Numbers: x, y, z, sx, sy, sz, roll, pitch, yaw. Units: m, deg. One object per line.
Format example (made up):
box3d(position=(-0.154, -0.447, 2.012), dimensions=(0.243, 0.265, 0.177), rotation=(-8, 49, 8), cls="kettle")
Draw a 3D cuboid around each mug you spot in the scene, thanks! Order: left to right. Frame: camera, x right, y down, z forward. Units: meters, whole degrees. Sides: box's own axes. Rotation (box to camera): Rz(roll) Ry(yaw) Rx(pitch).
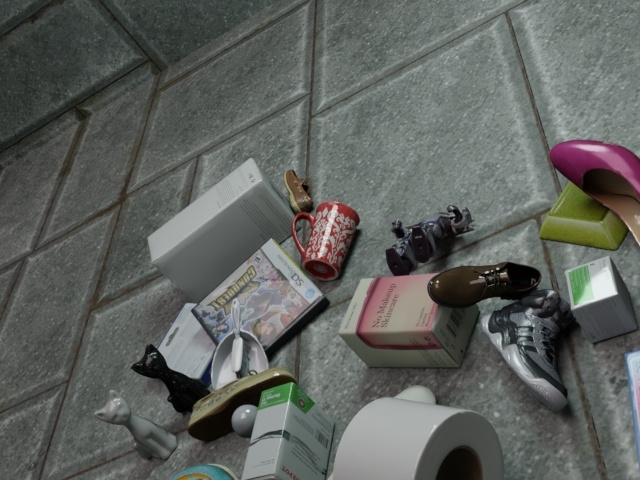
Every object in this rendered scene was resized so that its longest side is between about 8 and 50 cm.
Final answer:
box3d(position=(0.006, 0.006, 2.185), dimensions=(0.150, 0.113, 0.169), rotation=(-3, 52, 28), cls="mug")

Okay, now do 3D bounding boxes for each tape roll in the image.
box3d(position=(0.161, 0.386, 1.454), dimensions=(0.169, 0.246, 0.246), rotation=(0, 50, 45), cls="tape roll")

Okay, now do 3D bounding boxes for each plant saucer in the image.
box3d(position=(0.547, -0.077, 1.794), dimensions=(0.188, 0.045, 0.188), rotation=(12, 59, 51), cls="plant saucer")

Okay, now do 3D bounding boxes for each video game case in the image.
box3d(position=(-0.150, 0.158, 2.160), dimensions=(0.275, 0.035, 0.248), rotation=(-42, 52, -2), cls="video game case")

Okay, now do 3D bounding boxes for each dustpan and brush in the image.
box3d(position=(-0.188, 0.238, 2.069), dimensions=(0.147, 0.060, 0.211), rotation=(-13, 57, 20), cls="dustpan and brush")

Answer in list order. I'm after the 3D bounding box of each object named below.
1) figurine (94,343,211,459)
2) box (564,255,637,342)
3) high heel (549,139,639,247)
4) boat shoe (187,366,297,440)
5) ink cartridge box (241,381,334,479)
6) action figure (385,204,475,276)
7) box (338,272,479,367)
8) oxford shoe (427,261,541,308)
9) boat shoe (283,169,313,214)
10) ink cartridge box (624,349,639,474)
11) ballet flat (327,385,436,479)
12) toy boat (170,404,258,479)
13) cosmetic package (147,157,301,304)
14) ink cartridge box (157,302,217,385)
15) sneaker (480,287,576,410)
box3d(position=(-0.389, 0.373, 2.057), dimensions=(0.092, 0.209, 0.215), rotation=(15, 62, 52), cls="figurine")
box3d(position=(0.493, 0.104, 1.580), dimensions=(0.087, 0.102, 0.101), rotation=(-22, 36, 24), cls="box")
box3d(position=(0.545, -0.061, 1.634), dimensions=(0.181, 0.127, 0.377), rotation=(-43, 48, -20), cls="high heel")
box3d(position=(-0.179, 0.342, 1.977), dimensions=(0.285, 0.104, 0.089), rotation=(-29, 37, 19), cls="boat shoe")
box3d(position=(-0.060, 0.407, 1.736), dimensions=(0.087, 0.153, 0.208), rotation=(-21, 37, 29), cls="ink cartridge box")
box3d(position=(0.231, -0.017, 1.932), dimensions=(0.185, 0.099, 0.285), rotation=(-23, 9, 27), cls="action figure")
box3d(position=(0.178, 0.162, 1.809), dimensions=(0.232, 0.127, 0.149), rotation=(-7, 46, 40), cls="box")
box3d(position=(0.312, 0.074, 1.697), dimensions=(0.096, 0.227, 0.083), rotation=(126, 134, -67), cls="oxford shoe")
box3d(position=(-0.057, -0.138, 2.468), dimensions=(0.060, 0.064, 0.178), rotation=(-28, 41, 9), cls="boat shoe")
box3d(position=(0.644, 0.246, 1.223), dimensions=(0.395, 0.151, 0.270), rotation=(-19, 38, 27), cls="ink cartridge box")
box3d(position=(0.091, 0.407, 1.605), dimensions=(0.139, 0.139, 0.400), rotation=(0, 50, 45), cls="ballet flat")
box3d(position=(-0.201, 0.483, 1.794), dimensions=(0.318, 0.148, 0.267), rotation=(-51, 34, -15), cls="toy boat")
box3d(position=(-0.261, -0.022, 2.411), dimensions=(0.365, 0.197, 0.155), rotation=(-35, 33, 6), cls="cosmetic package")
box3d(position=(-0.313, 0.259, 2.265), dimensions=(0.224, 0.045, 0.223), rotation=(0, 51, 44), cls="ink cartridge box")
box3d(position=(0.396, 0.176, 1.591), dimensions=(0.153, 0.101, 0.268), rotation=(-40, 30, 6), cls="sneaker")
